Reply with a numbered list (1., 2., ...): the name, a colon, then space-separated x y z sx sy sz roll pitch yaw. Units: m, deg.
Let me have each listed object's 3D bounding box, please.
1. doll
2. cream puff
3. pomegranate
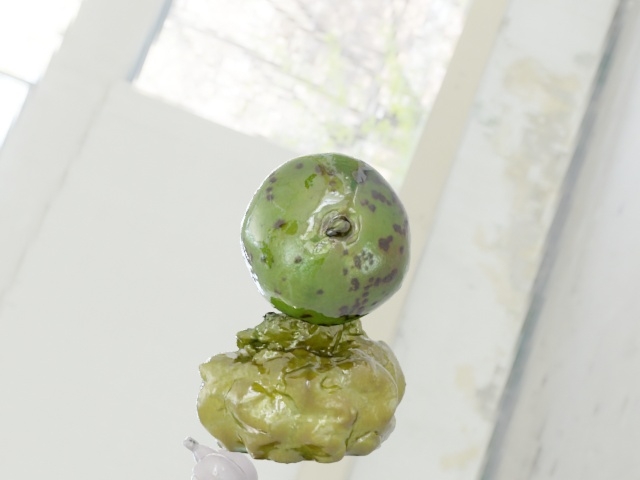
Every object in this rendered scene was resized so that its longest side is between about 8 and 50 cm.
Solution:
1. doll: -0.103 0.454 2.510 0.094 0.365 0.160 -47 -21 8
2. cream puff: -0.024 0.171 1.980 0.282 0.282 0.185 -69 -20 -74
3. pomegranate: 0.000 0.000 1.885 0.263 0.211 0.211 163 129 -75
